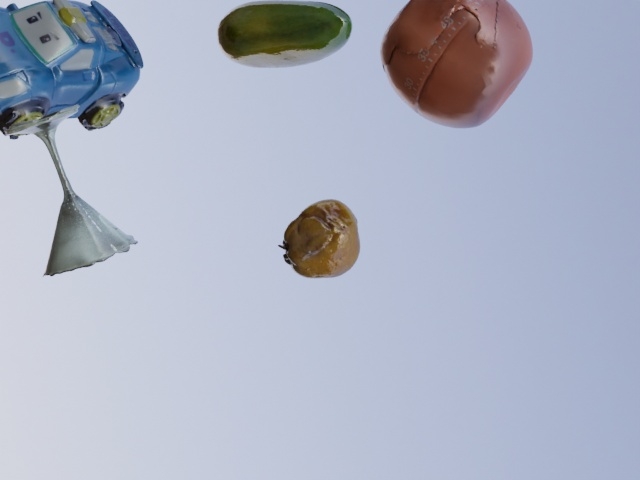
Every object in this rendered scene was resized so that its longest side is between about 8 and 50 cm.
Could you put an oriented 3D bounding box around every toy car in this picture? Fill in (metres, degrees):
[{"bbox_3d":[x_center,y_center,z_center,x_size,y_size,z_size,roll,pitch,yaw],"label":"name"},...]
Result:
[{"bbox_3d":[-0.404,-0.274,1.725,0.166,0.314,0.198,-47,-109,32],"label":"toy car"}]

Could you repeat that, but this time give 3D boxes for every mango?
[{"bbox_3d":[-0.052,-0.316,1.813,0.237,0.137,0.091,4,-99,23],"label":"mango"}]

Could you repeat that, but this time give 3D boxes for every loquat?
[{"bbox_3d":[0.000,0.000,1.899,0.113,0.137,0.137,54,-37,37],"label":"loquat"}]

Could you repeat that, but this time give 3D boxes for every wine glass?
[{"bbox_3d":[-0.298,-0.059,1.370,0.122,0.122,0.183,-3,-70,59],"label":"wine glass"}]

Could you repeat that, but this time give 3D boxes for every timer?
[{"bbox_3d":[0.217,-0.300,1.876,0.215,0.229,0.229,39,-40,7],"label":"timer"}]
